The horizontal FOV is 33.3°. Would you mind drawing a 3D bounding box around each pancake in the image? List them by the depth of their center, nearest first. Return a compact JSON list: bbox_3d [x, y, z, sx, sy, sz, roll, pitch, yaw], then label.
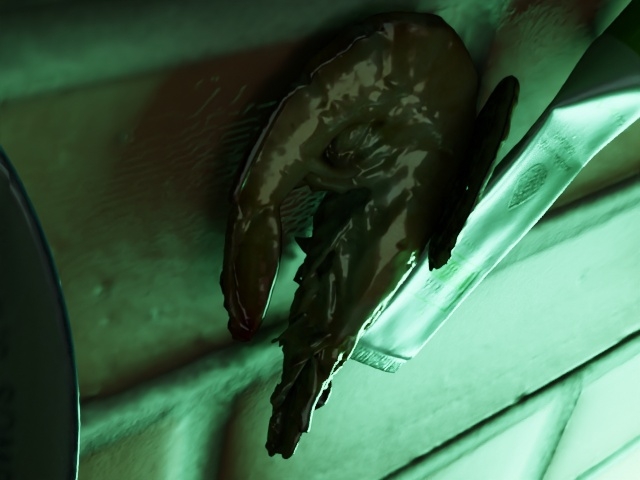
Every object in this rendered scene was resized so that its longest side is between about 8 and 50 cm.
[{"bbox_3d":[0.076,-0.033,0.545,0.115,0.011,0.115,22,90,-89],"label":"pancake"}]

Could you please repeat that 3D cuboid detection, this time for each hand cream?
[{"bbox_3d":[0.114,-0.028,0.629,0.079,0.050,0.275,36,100,-30],"label":"hand cream"}]

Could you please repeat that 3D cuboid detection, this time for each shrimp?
[{"bbox_3d":[0.003,0.002,0.511,0.133,0.053,0.236,-2,120,-53],"label":"shrimp"}]

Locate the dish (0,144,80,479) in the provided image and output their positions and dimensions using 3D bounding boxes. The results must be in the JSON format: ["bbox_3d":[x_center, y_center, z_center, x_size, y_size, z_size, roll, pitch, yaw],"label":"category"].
[{"bbox_3d":[-0.208,0.053,0.257,0.273,0.134,0.273,0,89,-51],"label":"dish"}]
